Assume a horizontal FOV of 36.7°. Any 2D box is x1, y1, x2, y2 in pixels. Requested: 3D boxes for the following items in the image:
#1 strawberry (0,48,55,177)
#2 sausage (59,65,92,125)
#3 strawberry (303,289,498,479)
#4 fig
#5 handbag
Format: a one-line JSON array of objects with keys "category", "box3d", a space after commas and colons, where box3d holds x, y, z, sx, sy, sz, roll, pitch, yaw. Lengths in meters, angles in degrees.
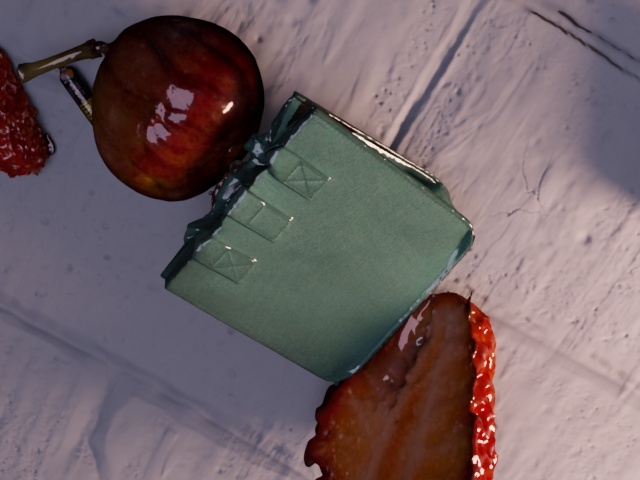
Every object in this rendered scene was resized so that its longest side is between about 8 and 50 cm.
[{"category": "strawberry", "box3d": [-0.404, -0.155, 1.158, 0.121, 0.082, 0.188, -38, 96, 18]}, {"category": "sausage", "box3d": [-0.253, -0.132, 1.166, 0.028, 0.025, 0.198, -31, 103, 22]}, {"category": "strawberry", "box3d": [0.116, 0.219, 1.163, 0.253, 0.280, 0.150, -13, 152, 41]}, {"category": "fig", "box3d": [-0.181, -0.173, 1.070, 0.249, 0.186, 0.204, 46, 126, 21]}, {"category": "handbag", "box3d": [0.001, -0.001, 1.081, 0.274, 0.100, 0.269, 29, 110, -26]}]
